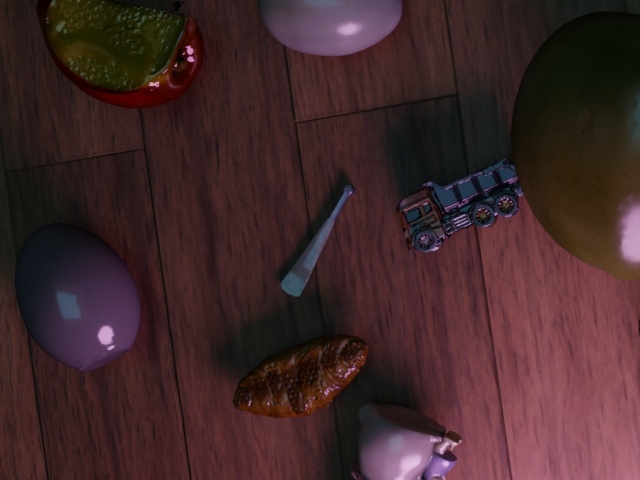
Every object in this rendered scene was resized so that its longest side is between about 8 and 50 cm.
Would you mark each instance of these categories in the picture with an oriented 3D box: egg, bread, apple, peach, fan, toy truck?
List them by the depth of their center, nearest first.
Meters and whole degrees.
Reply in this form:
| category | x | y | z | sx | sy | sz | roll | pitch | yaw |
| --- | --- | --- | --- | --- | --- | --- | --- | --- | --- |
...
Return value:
| category | x | y | z | sx | sy | sz | roll | pitch | yaw |
| --- | --- | --- | --- | --- | --- | --- | --- | --- | --- |
| apple | 0.409 | -0.127 | 1.290 | 0.357 | 0.357 | 0.358 | 0 | 92 | 14 |
| toy truck | 0.203 | -0.053 | 1.470 | 0.192 | 0.083 | 0.092 | -24 | 86 | 13 |
| egg | 0.014 | -0.340 | 1.476 | 0.209 | 0.151 | 0.151 | 7 | 94 | 6 |
| bread | -0.021 | 0.207 | 1.538 | 0.233 | 0.076 | 0.105 | -26 | 73 | 20 |
| peach | -0.310 | -0.281 | 1.552 | 0.267 | 0.159 | 0.154 | 14 | 84 | 12 |
| fan | 0.000 | 0.000 | 1.558 | 0.038 | 0.016 | 0.193 | 32 | 100 | 8 |
| egg | -0.374 | 0.081 | 1.571 | 0.176 | 0.176 | 0.232 | -33 | 85 | 13 |

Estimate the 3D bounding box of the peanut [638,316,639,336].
| category | x | y | z | sx | sy | sz | roll | pitch | yaw |
| --- | --- | --- | --- | --- | --- | --- | --- | --- | --- |
| peanut | 0.492 | 0.188 | 1.403 | 0.104 | 0.085 | 0.228 | -5 | 89 | 18 |

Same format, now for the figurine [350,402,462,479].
| category | x | y | z | sx | sy | sz | roll | pitch | yaw |
| --- | --- | --- | --- | --- | --- | --- | --- | --- | --- |
| figurine | 0.102 | 0.367 | 1.494 | 0.155 | 0.127 | 0.236 | 16 | 101 | 3 |
